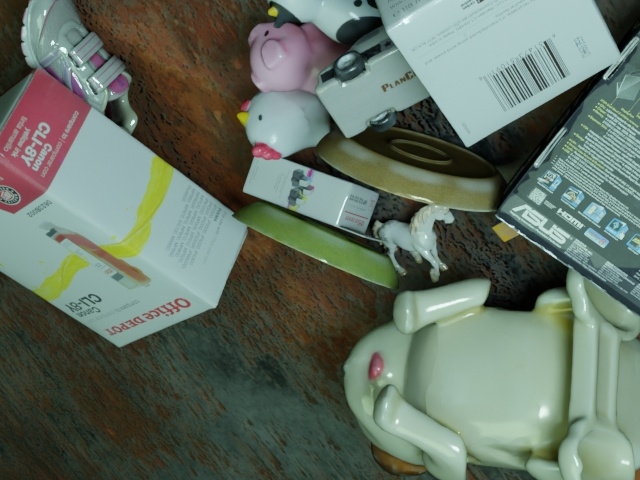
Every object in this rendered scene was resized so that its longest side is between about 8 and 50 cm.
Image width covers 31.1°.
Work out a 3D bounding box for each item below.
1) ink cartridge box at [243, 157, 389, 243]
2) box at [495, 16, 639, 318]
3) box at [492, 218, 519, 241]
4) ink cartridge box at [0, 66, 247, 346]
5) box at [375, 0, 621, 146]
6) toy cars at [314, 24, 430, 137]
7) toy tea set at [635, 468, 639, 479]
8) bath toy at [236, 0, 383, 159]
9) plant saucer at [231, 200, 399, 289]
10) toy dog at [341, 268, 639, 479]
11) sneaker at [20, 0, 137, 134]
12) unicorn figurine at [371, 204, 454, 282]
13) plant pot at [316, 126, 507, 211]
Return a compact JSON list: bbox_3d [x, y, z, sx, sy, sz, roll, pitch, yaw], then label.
[{"bbox_3d":[0.005,-0.056,1.493,0.181,0.104,0.061,21,93,23],"label":"ink cartridge box"},{"bbox_3d":[0.431,-0.041,1.189,0.395,0.097,0.318,35,122,2],"label":"box"},{"bbox_3d":[0.270,-0.054,1.353,0.028,0.081,0.136,46,136,-9],"label":"box"},{"bbox_3d":[-0.339,-0.031,1.635,0.385,0.160,0.279,37,143,-26],"label":"ink cartridge box"},{"bbox_3d":[0.168,-0.223,1.127,0.181,0.119,0.182,-30,131,14],"label":"box"},{"bbox_3d":[0.125,-0.276,1.211,0.176,0.087,0.393,11,128,-23],"label":"toy cars"},{"bbox_3d":[0.406,0.443,1.662,0.200,0.124,0.336,4,128,31],"label":"toy tea set"},{"bbox_3d":[-0.022,-0.224,1.364,0.151,0.129,0.348,32,138,5],"label":"bath toy"},{"bbox_3d":[0.000,0.000,1.513,0.241,0.241,0.037,24,93,14],"label":"plant saucer"},{"bbox_3d":[0.216,0.179,1.487,0.408,0.395,0.284,-5,79,36],"label":"toy dog"},{"bbox_3d":[-0.318,-0.236,1.577,0.111,0.103,0.252,7,138,27],"label":"sneaker"},{"bbox_3d":[0.128,-0.003,1.506,0.162,0.060,0.111,-5,124,36],"label":"unicorn figurine"},{"bbox_3d":[0.112,-0.092,1.335,0.236,0.236,0.032,21,110,17],"label":"plant pot"}]
